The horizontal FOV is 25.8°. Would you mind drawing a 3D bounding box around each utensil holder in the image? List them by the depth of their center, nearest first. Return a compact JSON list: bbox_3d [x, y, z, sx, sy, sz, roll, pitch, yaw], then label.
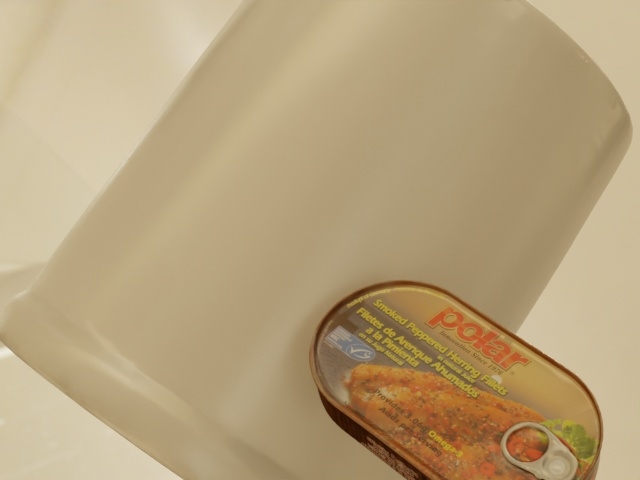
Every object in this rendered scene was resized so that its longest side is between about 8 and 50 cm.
[{"bbox_3d":[0.000,0.000,1.040,0.327,0.327,0.385,31,-98,22],"label":"utensil holder"}]

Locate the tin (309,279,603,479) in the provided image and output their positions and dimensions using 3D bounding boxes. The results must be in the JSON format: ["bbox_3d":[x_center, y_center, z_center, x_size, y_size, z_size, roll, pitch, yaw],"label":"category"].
[{"bbox_3d":[0.078,0.093,0.814,0.189,0.106,0.040,35,-23,33],"label":"tin"}]
